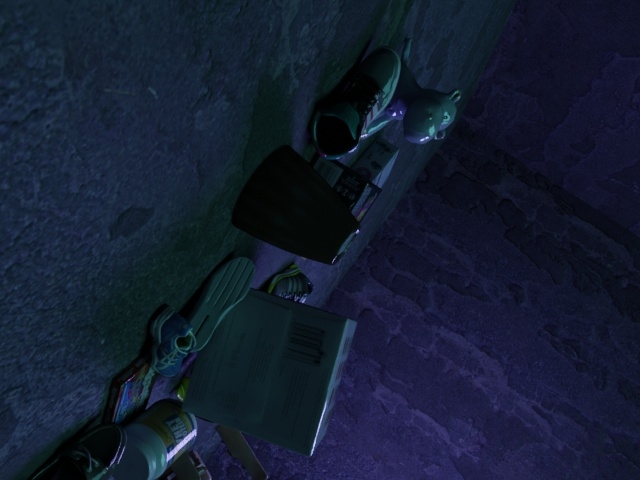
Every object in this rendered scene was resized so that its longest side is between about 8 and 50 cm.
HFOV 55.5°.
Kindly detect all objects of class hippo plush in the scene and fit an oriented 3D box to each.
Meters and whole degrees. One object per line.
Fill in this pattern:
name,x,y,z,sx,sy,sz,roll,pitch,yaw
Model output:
hippo plush,0.223,-0.337,1.600,0.294,0.236,0.234,-45,166,-45

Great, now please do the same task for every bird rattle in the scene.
bird rattle,-0.337,0.438,1.877,0.253,0.143,0.207,76,33,-81

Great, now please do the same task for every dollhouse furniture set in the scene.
dollhouse furniture set,-0.422,0.871,2.211,0.394,0.256,0.362,-33,164,-15

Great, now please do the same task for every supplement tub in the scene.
supplement tub,-0.405,0.485,1.466,0.144,0.144,0.199,-59,170,21

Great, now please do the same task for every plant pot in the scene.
plant pot,-0.035,-0.055,1.327,0.215,0.230,0.215,-53,170,-13

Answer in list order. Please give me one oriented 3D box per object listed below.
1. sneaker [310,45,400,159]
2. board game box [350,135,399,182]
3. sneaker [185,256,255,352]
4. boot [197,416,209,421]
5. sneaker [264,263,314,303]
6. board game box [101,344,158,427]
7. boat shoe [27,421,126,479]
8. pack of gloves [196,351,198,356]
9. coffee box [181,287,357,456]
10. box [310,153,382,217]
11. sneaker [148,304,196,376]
sneaker,0.072,-0.301,1.370,0.296,0.123,0.178,-57,180,21
board game box,0.138,-0.185,2.127,0.303,0.097,0.224,-52,169,-25
sneaker,-0.254,0.144,1.433,0.258,0.094,0.091,-53,-163,-20
boot,-0.327,0.528,2.222,0.089,0.236,0.270,59,37,-42
sneaker,-0.109,0.174,2.069,0.111,0.121,0.300,-60,169,28
board game box,-0.435,0.358,1.398,0.145,0.027,0.281,-45,166,-49
boat shoe,-0.518,0.493,1.206,0.335,0.112,0.095,-44,171,-33
pack of gloves,-0.284,0.221,1.672,0.232,0.046,0.195,27,83,-80
coffee box,-0.115,0.322,1.608,0.334,0.338,0.338,52,54,-79
box,0.052,-0.132,1.676,0.143,0.165,0.270,-57,171,8
sneaker,-0.314,0.232,1.299,0.080,0.081,0.211,-51,160,-40
